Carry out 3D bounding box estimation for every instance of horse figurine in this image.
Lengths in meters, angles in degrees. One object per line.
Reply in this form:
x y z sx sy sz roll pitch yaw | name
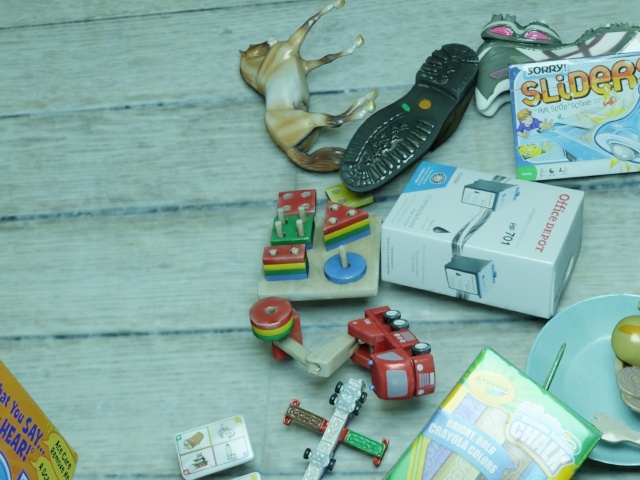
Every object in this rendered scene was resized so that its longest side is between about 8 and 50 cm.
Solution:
-0.017 -0.182 1.464 0.174 0.066 0.263 -26 60 19 | horse figurine

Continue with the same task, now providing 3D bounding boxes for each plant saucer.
0.308 0.145 1.193 0.194 0.037 0.195 -6 54 9 | plant saucer

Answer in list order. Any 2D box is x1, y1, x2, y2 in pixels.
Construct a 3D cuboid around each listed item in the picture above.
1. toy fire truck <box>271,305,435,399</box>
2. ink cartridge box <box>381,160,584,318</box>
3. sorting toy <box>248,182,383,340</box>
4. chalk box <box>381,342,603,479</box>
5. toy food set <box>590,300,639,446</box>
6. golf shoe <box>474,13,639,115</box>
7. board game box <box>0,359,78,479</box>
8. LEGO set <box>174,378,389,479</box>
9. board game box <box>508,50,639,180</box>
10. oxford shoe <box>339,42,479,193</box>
0.028 0.114 1.231 0.135 0.047 0.192 -11 22 -14 | toy fire truck
0.178 -0.004 1.279 0.190 0.082 0.140 11 40 20 | ink cartridge box
0.000 0.000 1.309 0.132 0.046 0.275 -3 38 9 | sorting toy
0.172 0.190 1.090 0.132 0.132 0.213 38 86 16 | chalk box
0.348 0.120 1.154 0.132 0.038 0.192 16 61 22 | toy food set
0.317 -0.194 1.405 0.272 0.105 0.120 7 73 23 | golf shoe
-0.493 0.271 1.086 0.356 0.357 0.356 2 56 14 | board game box
-0.010 0.249 1.201 0.244 0.060 0.183 -19 66 1 | LEGO set
0.320 -0.144 1.341 0.201 0.136 0.035 -5 11 9 | board game box
0.112 -0.124 1.389 0.082 0.096 0.227 37 70 26 | oxford shoe
